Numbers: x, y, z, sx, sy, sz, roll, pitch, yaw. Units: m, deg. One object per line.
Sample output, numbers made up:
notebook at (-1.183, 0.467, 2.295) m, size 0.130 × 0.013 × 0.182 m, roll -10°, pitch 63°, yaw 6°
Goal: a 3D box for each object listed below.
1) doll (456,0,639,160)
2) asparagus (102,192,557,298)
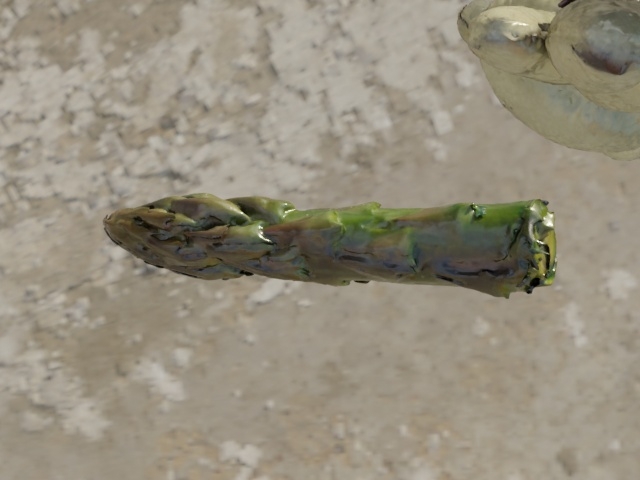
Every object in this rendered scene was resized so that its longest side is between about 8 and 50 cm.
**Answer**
doll at (0.197, -0.129, 1.081) m, size 0.175 × 0.278 × 0.149 m, roll 40°, pitch 90°, yaw -8°
asparagus at (0.000, 0.000, 0.593) m, size 0.165 × 0.036 × 0.030 m, roll 3°, pitch 57°, yaw 12°
